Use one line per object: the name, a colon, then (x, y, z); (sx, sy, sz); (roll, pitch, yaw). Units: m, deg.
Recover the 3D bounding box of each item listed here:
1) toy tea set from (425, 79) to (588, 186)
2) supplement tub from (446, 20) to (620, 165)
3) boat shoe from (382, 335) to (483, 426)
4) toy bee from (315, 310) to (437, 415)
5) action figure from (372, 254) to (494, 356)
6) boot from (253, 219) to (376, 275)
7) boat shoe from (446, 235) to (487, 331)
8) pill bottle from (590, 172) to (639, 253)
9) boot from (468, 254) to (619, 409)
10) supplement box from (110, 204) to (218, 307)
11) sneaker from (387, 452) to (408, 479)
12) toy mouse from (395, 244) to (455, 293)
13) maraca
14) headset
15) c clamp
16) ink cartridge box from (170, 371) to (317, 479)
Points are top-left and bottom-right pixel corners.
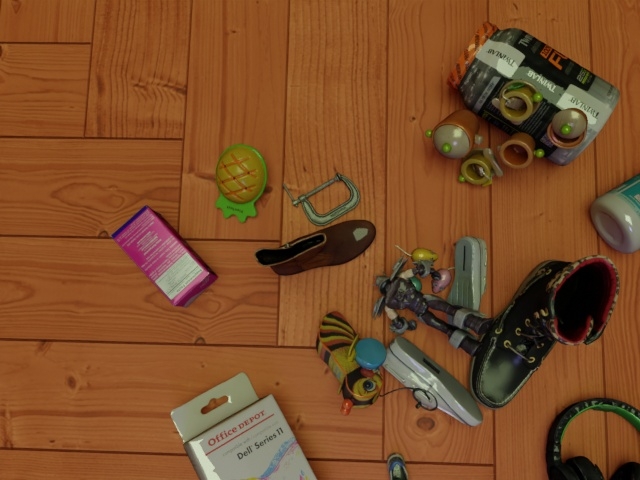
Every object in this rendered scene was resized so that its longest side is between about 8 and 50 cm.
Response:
toy tea set: (0.389, -0.217, 1.282); (0.200, 0.336, 0.124); (51, 50, -14)
supplement tub: (0.473, -0.339, 1.364); (0.338, 0.207, 0.207); (34, 84, 6)
boat shoe: (0.244, 0.328, 1.344); (0.258, 0.095, 0.084); (43, 112, 15)
toy bee: (0.079, 0.282, 1.280); (0.162, 0.195, 0.298); (-31, 37, -34)
action figure: (0.233, 0.148, 1.332); (0.285, 0.099, 0.185); (30, 115, 26)
boot: (0.000, 0.000, 1.294); (0.264, 0.280, 0.096); (-13, 82, 0)
boat shoe: (0.348, 0.103, 1.369); (0.076, 0.083, 0.226); (-1, 101, -37)
pill bottle: (0.761, -0.092, 1.349); (0.264, 0.146, 0.146); (-30, 82, -2)
boot: (0.456, 0.190, 1.248); (0.138, 0.284, 0.377); (36, 84, 6)
supplement box: (-0.357, 0.040, 1.387); (0.114, 0.111, 0.220); (-42, 83, -5)
sneaker: (0.175, 0.544, 1.323); (0.052, 0.058, 0.135); (-15, 82, 0)
toy mouse: (0.247, 0.089, 1.399); (0.161, 0.031, 0.143); (7, 82, 3)
maraca: (-0.190, -0.135, 1.418); (0.127, 0.099, 0.185); (15, 108, 12)
headset: (0.608, 0.528, 1.246); (0.244, 0.185, 0.393); (6, 71, 3)
c clamp: (0.008, -0.110, 1.441); (0.161, 0.022, 0.137); (-25, 82, -1)
ink cartridge box: (-0.153, 0.473, 1.283); (0.207, 0.119, 0.353); (-26, 81, -25)
